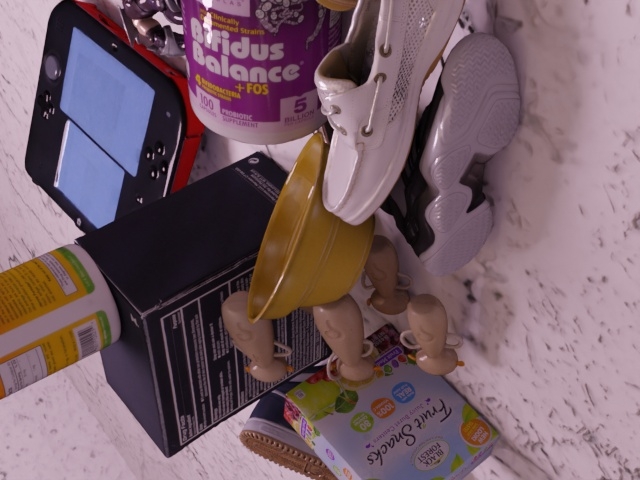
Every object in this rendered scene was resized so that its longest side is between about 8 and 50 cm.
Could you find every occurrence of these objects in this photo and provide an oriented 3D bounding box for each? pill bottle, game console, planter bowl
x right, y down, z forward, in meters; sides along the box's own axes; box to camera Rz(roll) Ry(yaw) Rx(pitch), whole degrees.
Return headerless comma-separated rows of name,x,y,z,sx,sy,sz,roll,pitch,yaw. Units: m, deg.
pill bottle,-0.374,0.111,1.143,0.136,0.246,0.136,40,145,37
game console,-0.338,-0.159,1.515,0.386,0.060,0.342,40,120,33
pill bottle,-0.060,-0.259,0.983,0.169,0.169,0.301,41,147,32
planter bowl,0.000,0.000,1.041,0.090,0.217,0.217,20,153,-11

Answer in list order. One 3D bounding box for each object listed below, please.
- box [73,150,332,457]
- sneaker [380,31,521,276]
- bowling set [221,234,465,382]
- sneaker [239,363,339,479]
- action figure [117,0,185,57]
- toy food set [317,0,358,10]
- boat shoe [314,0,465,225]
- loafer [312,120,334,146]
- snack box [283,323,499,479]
box,-0.147,0.083,1.318,0.183,0.294,0.296,39,145,34
sneaker,0.100,-0.099,0.947,0.153,0.101,0.268,42,145,36
bowling set,0.042,0.065,1.172,0.287,0.200,0.154,2,140,19
sneaker,0.036,0.288,1.444,0.282,0.153,0.099,25,144,0
action figure,-0.191,-0.312,1.236,0.285,0.099,0.185,33,149,47
toy food set,0.031,-0.265,0.861,0.192,0.038,0.132,32,124,-22
boat shoe,0.037,-0.139,0.866,0.098,0.096,0.277,-120,40,-50
loafer,0.018,-0.118,1.126,0.125,0.045,0.039,59,146,7
snack box,0.085,0.230,1.202,0.207,0.174,0.070,44,152,25
